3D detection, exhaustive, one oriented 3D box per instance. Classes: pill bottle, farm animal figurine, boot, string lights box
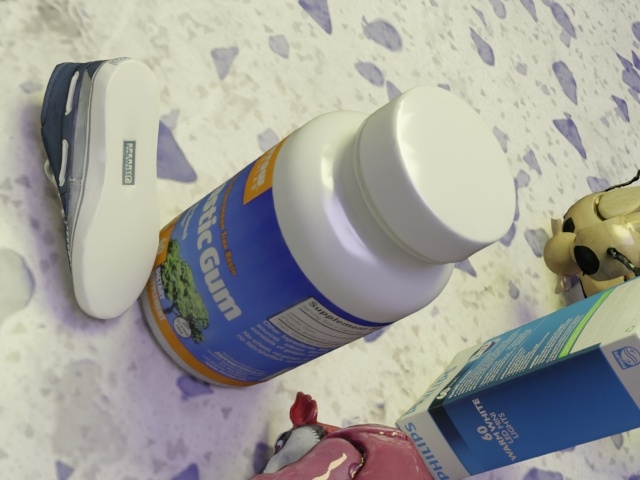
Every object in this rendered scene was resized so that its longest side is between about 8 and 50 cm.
[{"bbox_3d":[0.000,0.000,0.689,0.152,0.272,0.152,22,54,-33],"label":"pill bottle"},{"bbox_3d":[0.325,0.051,1.023,0.326,0.172,0.330,-85,151,-53],"label":"farm animal figurine"},{"bbox_3d":[-0.169,-0.040,0.714,0.069,0.086,0.189,6,92,-49],"label":"boot"},{"bbox_3d":[0.201,0.116,0.820,0.076,0.260,0.133,56,44,-2],"label":"string lights box"}]

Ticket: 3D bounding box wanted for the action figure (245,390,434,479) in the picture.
[{"bbox_3d":[0.048,0.215,0.614,0.248,0.276,0.370,32,20,-36],"label":"action figure"}]
